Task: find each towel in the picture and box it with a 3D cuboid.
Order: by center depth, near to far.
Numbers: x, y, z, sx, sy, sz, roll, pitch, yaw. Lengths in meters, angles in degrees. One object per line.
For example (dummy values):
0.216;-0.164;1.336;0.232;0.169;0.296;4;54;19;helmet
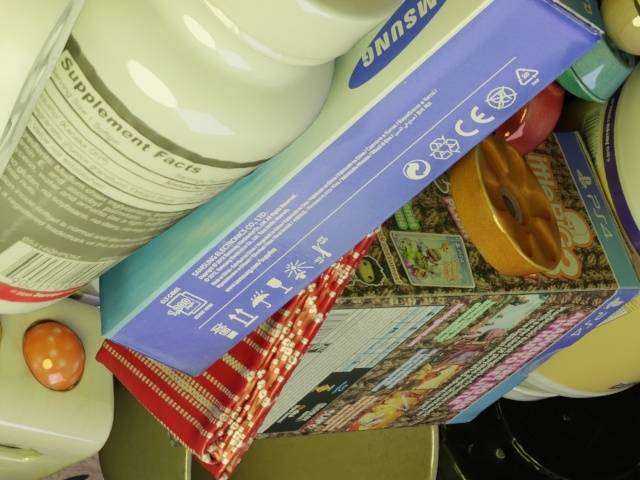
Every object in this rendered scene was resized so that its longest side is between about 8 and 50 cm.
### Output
-0.038;-0.006;1.226;0.031;0.199;0.275;29;93;-33;towel

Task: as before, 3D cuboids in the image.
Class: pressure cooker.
0.205;0.248;2.174;0.369;0.376;0.420;-11;158;-26;pressure cooker

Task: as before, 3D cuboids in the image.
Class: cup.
-0.082;0.202;1.896;0.237;0.331;0.331;1;-178;45;cup

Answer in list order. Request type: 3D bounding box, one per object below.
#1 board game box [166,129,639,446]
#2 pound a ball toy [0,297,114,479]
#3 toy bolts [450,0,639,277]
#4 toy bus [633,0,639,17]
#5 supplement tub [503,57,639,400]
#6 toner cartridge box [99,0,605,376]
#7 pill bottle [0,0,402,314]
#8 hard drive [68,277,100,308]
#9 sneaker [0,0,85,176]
0.043;0.034;1.437;0.291;0.141;0.232;0;151;-37;board game box
-0.262;0.123;1.412;0.319;0.208;0.135;19;144;-41;pound a ball toy
0.167;-0.108;1.308;0.158;0.218;0.228;-28;177;27;toy bolts
0.320;-0.109;1.238;0.149;0.211;0.220;-29;163;25;toy bus
0.253;-0.006;1.608;0.241;0.241;0.331;-7;165;-35;supplement tub
0.001;-0.083;1.129;0.075;0.165;0.348;26;127;-34;toner cartridge box
-0.104;-0.098;1.051;0.176;0.176;0.318;-1;156;-47;pill bottle
-0.061;-0.043;1.484;0.338;0.064;0.237;-19;164;-1;hard drive
-0.261;-0.085;0.914;0.236;0.130;0.323;30;136;-7;sneaker
